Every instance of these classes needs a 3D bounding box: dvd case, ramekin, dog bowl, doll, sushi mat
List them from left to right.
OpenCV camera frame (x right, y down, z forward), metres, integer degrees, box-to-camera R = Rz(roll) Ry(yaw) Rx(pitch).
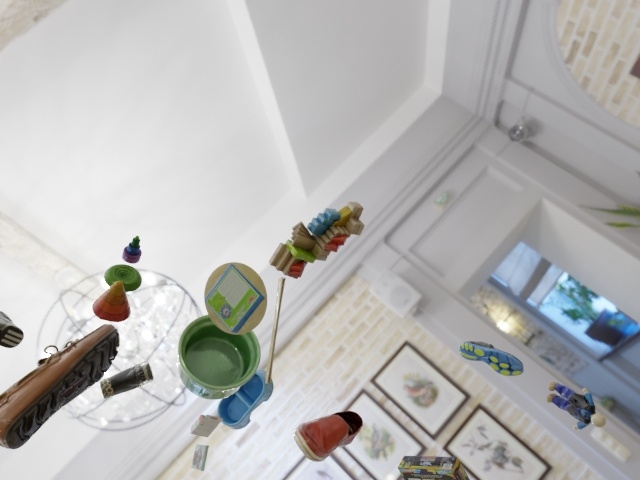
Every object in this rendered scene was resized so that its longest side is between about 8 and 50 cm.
[{"bbox_3d":[-0.438,0.787,1.977,0.119,0.013,0.087,-25,51,55],"label":"dvd case"},{"bbox_3d":[-0.386,0.438,2.017,0.303,0.303,0.148,-30,-21,-40],"label":"ramekin"},{"bbox_3d":[-0.342,0.705,2.426,0.297,0.166,0.074,-50,-22,-5],"label":"dog bowl"},{"bbox_3d":[-0.137,0.268,1.643,0.151,0.019,0.317,134,145,-79],"label":"sushi mat"},{"bbox_3d":[0.733,0.478,1.551,0.046,0.189,0.129,2,-81,-22],"label":"doll"}]

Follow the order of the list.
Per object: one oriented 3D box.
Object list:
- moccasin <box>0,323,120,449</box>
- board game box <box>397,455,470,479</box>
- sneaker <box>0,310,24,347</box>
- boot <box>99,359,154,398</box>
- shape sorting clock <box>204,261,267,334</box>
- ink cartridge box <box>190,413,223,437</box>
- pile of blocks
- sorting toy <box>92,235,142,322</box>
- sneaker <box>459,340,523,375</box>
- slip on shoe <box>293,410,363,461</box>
[{"bbox_3d":[-0.651,0.333,1.334,0.380,0.146,0.139,-50,-26,-43],"label":"moccasin"},{"bbox_3d":[0.306,0.629,1.409,0.170,0.141,0.048,-18,17,42],"label":"board game box"},{"bbox_3d":[-0.947,0.217,1.513,0.086,0.132,0.229,-53,-53,-14],"label":"sneaker"},{"bbox_3d":[-0.695,0.499,1.950,0.178,0.085,0.236,-18,-7,-23],"label":"boot"},{"bbox_3d":[-0.242,0.164,1.546,0.206,0.206,0.040,-57,-21,14],"label":"shape sorting clock"},{"bbox_3d":[-0.368,0.592,1.763,0.062,0.029,0.115,24,-60,-26],"label":"ink cartridge box"},{"bbox_3d":[0.000,0.000,1.790,0.362,0.113,0.149,-39,-45,0],"label":"pile of blocks"},{"bbox_3d":[-0.657,0.105,1.825,0.366,0.126,0.126,-95,27,-54],"label":"sorting toy"},{"bbox_3d":[0.483,0.320,1.524,0.078,0.188,0.067,-13,-70,-41],"label":"sneaker"},{"bbox_3d":[0.027,0.564,1.606,0.101,0.123,0.331,-49,-28,14],"label":"slip on shoe"}]
